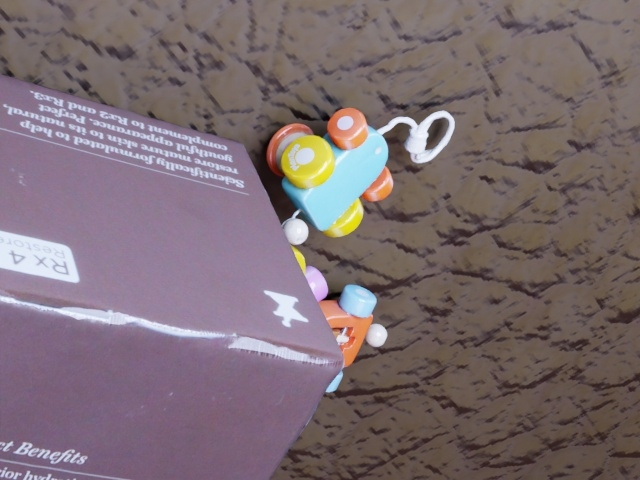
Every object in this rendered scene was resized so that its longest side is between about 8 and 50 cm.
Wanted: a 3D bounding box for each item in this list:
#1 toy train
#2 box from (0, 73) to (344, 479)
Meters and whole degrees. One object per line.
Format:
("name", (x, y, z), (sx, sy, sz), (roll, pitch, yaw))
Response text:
("toy train", (0.000, 0.000, 0.816), (0.125, 0.046, 0.166), (-6, 124, -49))
("box", (-0.126, 0.061, 0.727), (0.168, 0.167, 0.203), (15, 121, -31))
